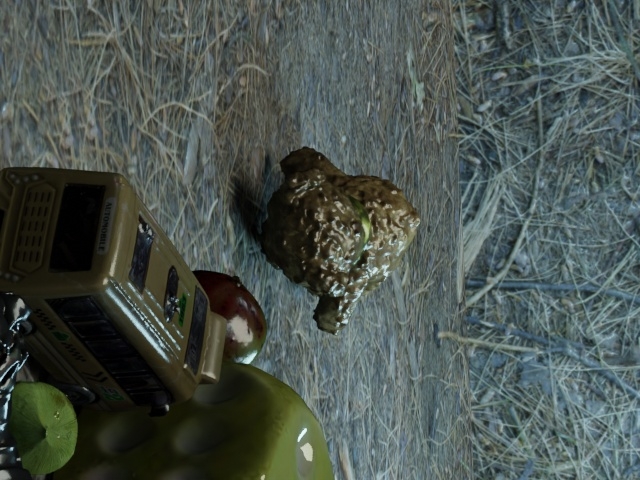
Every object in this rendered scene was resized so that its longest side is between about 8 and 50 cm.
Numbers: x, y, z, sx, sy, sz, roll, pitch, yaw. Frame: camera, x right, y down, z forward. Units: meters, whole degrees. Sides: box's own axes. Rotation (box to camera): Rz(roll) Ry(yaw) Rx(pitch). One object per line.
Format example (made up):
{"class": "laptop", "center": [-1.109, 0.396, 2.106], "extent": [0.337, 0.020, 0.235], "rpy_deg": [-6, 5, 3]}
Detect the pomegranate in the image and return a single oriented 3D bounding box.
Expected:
{"class": "pomegranate", "center": [-0.138, 0.102, 2.137], "extent": [0.129, 0.159, 0.129], "rpy_deg": [56, -8, 13]}

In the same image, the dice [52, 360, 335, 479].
{"class": "dice", "center": [-0.124, 0.272, 1.951], "extent": [0.238, 0.227, 0.233], "rpy_deg": [-71, 154, -46]}

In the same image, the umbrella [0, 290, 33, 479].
{"class": "umbrella", "center": [-0.280, 0.170, 1.621], "extent": [0.122, 0.110, 0.272], "rpy_deg": [-148, -127, -68]}

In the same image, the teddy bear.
{"class": "teddy bear", "center": [-0.006, 0.001, 2.559], "extent": [0.296, 0.222, 0.246], "rpy_deg": [-10, -95, 62]}

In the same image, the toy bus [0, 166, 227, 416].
{"class": "toy bus", "center": [-0.198, 0.051, 1.809], "extent": [0.289, 0.157, 0.139], "rpy_deg": [63, 31, -58]}

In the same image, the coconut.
{"class": "coconut", "center": [-0.253, 0.163, 1.723], "extent": [0.088, 0.096, 0.088], "rpy_deg": [0, 89, -31]}
